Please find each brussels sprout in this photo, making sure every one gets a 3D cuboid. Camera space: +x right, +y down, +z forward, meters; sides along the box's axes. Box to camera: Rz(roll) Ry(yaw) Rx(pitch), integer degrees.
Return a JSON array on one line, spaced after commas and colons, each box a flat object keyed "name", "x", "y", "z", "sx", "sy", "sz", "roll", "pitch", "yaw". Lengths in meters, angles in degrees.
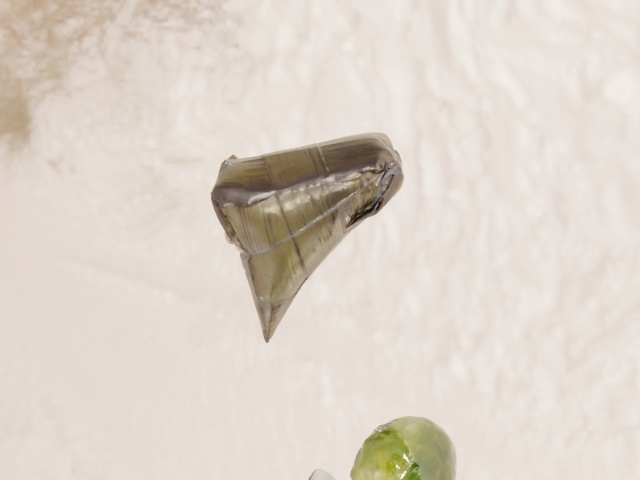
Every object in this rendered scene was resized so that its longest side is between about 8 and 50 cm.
[{"name": "brussels sprout", "x": 0.123, "y": 0.349, "z": 1.706, "sx": 0.144, "sy": 0.161, "sz": 0.181, "roll": 39, "pitch": 129, "yaw": 25}]

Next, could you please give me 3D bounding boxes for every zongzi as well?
[{"name": "zongzi", "x": 0.000, "y": 0.000, "z": 1.737, "sx": 0.138, "sy": 0.286, "sz": 0.300, "roll": -99, "pitch": -2, "yaw": -70}]

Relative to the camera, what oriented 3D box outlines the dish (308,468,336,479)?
[{"name": "dish", "x": 0.041, "y": 0.351, "z": 1.048, "sx": 0.182, "sy": 0.080, "sz": 0.243, "roll": -68, "pitch": -36, "yaw": -47}]
